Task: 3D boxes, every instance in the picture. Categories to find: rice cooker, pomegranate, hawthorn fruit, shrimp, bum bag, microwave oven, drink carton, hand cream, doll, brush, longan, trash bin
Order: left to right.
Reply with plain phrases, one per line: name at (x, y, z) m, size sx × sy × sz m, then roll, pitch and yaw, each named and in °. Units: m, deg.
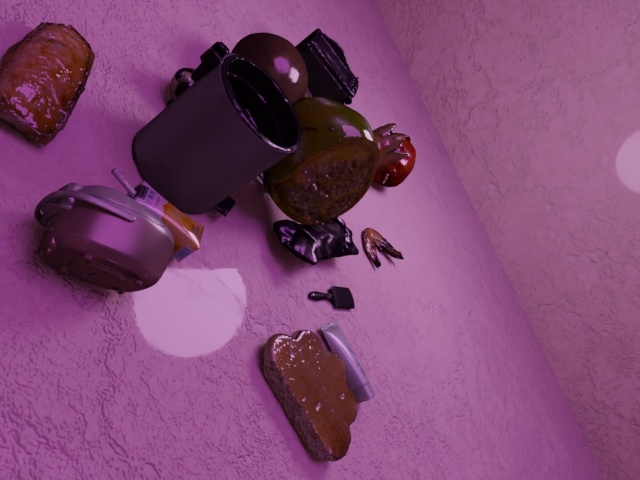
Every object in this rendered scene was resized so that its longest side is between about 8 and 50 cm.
rice cooker at (-0.327, 0.001, 0.802) m, size 0.206 × 0.145 × 0.127 m, roll 29°, pitch 52°, yaw -40°
drink carton at (-0.307, -0.047, 0.944) m, size 0.200 × 0.075 × 0.084 m, roll 41°, pitch 34°, yaw -30°
doll at (-0.249, -0.341, 1.243) m, size 0.234 × 0.135 × 0.143 m, roll -10°, pitch 98°, yaw -58°
trash bin at (-0.205, -0.205, 1.054) m, size 0.277 × 0.263 × 0.217 m, roll 51°, pitch 30°, yaw -19°
longan at (-0.142, -0.439, 1.420) m, size 0.246 × 0.215 × 0.245 m, roll 24°, pitch 53°, yaw -37°
microwave oven at (-0.004, -0.557, 1.769) m, size 0.247 × 0.188 × 0.178 m, roll 48°, pitch 31°, yaw -23°
bum bag at (0.000, 0.000, 1.373) m, size 0.144 × 0.095 × 0.341 m, roll 49°, pitch 23°, yaw 15°
pomegranate at (0.019, -0.213, 1.248) m, size 0.359 × 0.309 × 0.216 m, roll -23°, pitch 58°, yaw -21°
brush at (0.030, 0.147, 1.373) m, size 0.194 × 0.016 × 0.062 m, roll 15°, pitch 52°, yaw -54°
hand cream at (0.065, 0.291, 1.271) m, size 0.078 × 0.050 × 0.204 m, roll -8°, pitch 67°, yaw -57°
shrimp at (0.207, 0.046, 1.722) m, size 0.195 × 0.035 × 0.147 m, roll 37°, pitch 34°, yaw -25°
hawthorn fruit at (0.265, -0.290, 1.967) m, size 0.189 × 0.190 × 0.251 m, roll 45°, pitch 36°, yaw -27°

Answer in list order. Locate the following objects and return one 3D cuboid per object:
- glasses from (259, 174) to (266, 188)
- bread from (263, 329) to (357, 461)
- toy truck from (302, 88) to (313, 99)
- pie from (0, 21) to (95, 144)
glasses at (-0.056, -0.203, 1.418) m, size 0.239 × 0.206 × 0.102 m, roll 33°, pitch 3°, yaw -43°
bread at (-0.011, 0.311, 1.118) m, size 0.207 × 0.056 × 0.286 m, roll -24°, pitch 86°, yaw -58°
toy truck at (-0.075, -0.426, 1.645) m, size 0.259 × 0.088 × 0.121 m, roll 56°, pitch 30°, yaw -12°
pie at (-0.472, -0.278, 0.896) m, size 0.129 × 0.068 × 0.282 m, roll 38°, pitch 40°, yaw -35°
